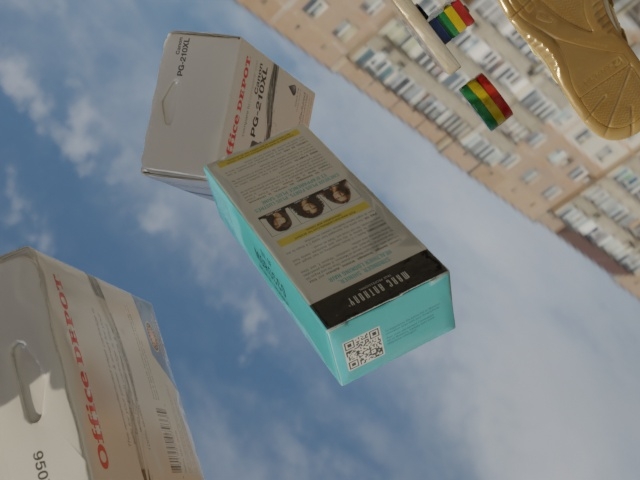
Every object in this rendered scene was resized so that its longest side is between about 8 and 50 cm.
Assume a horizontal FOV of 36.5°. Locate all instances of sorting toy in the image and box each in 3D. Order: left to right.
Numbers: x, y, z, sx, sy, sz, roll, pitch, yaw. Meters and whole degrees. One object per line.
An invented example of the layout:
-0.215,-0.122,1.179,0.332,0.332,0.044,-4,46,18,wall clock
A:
0.075,-0.220,0.832,0.274,0.046,0.132,50,-170,-12,sorting toy

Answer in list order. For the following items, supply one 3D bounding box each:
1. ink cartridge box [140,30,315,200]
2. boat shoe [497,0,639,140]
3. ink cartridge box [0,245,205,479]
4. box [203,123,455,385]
-0.105,-0.136,1.192,0.237,0.100,0.172,21,-101,-68,ink cartridge box
0.145,-0.140,0.591,0.170,0.063,0.059,60,-168,-14,boat shoe
-0.305,0.199,1.188,0.395,0.166,0.286,54,-164,-73,ink cartridge box
0.000,0.000,0.772,0.244,0.100,0.060,51,161,47,box
